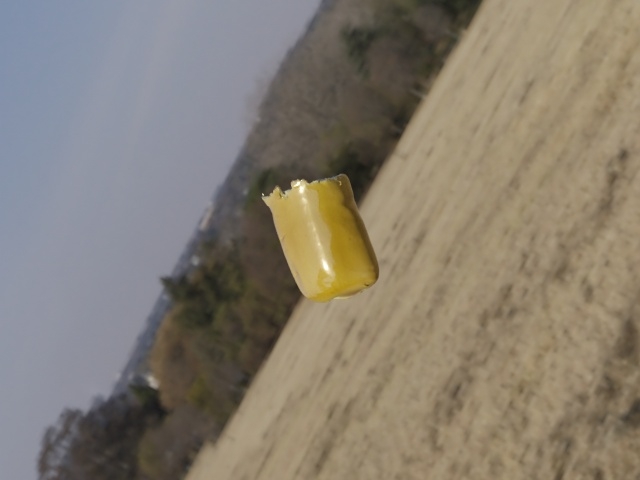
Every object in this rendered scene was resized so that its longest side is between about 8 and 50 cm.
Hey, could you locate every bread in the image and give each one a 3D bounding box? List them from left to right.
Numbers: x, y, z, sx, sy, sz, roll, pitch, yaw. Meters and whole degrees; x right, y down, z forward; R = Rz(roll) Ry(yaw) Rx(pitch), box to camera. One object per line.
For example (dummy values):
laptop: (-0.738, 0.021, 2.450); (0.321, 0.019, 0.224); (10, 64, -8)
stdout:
bread: (-0.001, 0.000, 1.570); (0.085, 0.173, 0.134); (-22, 1, -36)
